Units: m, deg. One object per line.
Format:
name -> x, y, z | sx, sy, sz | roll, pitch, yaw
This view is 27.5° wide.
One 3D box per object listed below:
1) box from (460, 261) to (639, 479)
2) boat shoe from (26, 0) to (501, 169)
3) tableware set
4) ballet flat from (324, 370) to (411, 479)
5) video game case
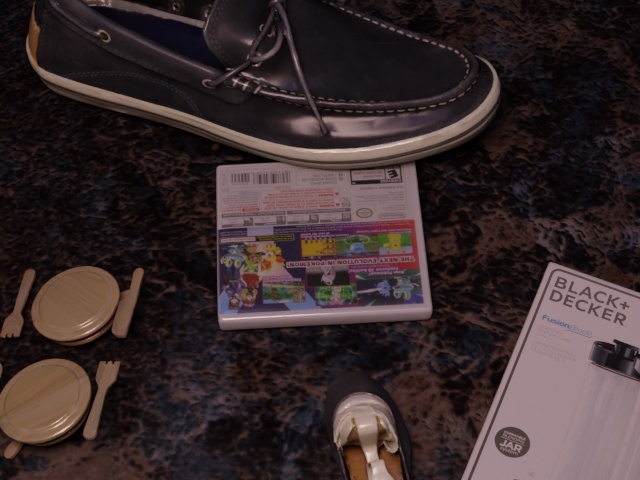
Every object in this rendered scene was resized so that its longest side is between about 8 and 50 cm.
box -> 0.219, 0.176, 1.108 | 0.169, 0.087, 0.290 | 21, 59, 14
boat shoe -> -0.065, -0.198, 1.315 | 0.500, 0.156, 0.187 | 13, 48, 9
tableware set -> -0.233, 0.108, 1.195 | 0.128, 0.039, 0.194 | -1, 50, 15
ballet flat -> 0.047, 0.189, 1.114 | 0.074, 0.074, 0.203 | -9, 56, -4
video game case -> 0.000, 0.000, 1.269 | 0.201, 0.023, 0.183 | -3, 56, -2
